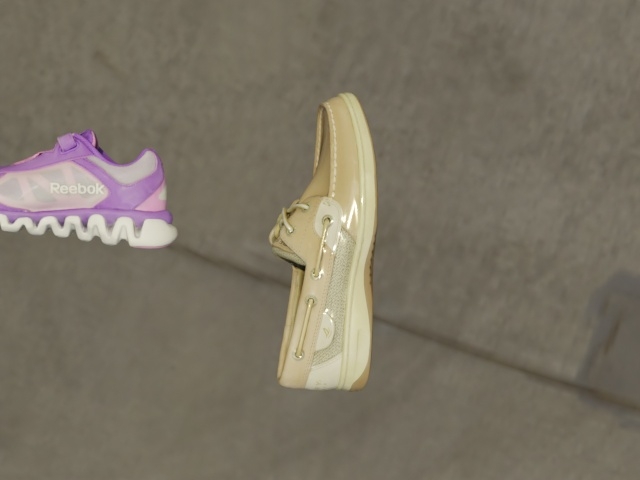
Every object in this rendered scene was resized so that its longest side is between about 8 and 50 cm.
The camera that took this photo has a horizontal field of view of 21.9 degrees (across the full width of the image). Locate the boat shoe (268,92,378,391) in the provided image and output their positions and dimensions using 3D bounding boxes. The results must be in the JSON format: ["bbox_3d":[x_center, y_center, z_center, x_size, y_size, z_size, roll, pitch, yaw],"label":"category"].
[{"bbox_3d":[0.000,0.000,1.658,0.098,0.302,0.109,2,178,-9],"label":"boat shoe"}]

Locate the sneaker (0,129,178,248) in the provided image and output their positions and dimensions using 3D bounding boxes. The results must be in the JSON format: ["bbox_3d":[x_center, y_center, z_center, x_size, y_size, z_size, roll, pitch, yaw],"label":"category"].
[{"bbox_3d":[-0.248,-0.055,1.550,0.236,0.095,0.104,6,97,-2],"label":"sneaker"}]
